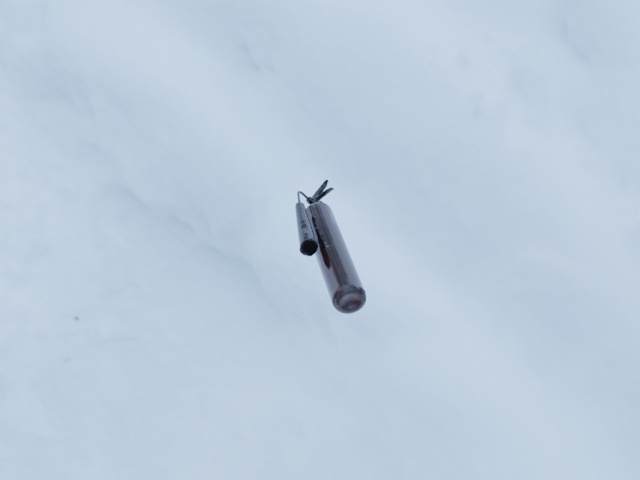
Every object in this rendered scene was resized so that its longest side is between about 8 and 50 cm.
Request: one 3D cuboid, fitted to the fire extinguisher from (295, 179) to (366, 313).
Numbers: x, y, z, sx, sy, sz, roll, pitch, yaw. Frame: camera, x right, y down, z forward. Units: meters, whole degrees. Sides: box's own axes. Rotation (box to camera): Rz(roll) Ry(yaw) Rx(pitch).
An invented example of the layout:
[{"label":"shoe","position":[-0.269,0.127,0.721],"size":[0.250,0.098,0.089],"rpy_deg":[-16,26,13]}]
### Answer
[{"label":"fire extinguisher","position":[0.000,0.000,0.730],"size":[0.049,0.035,0.173],"rpy_deg":[2,32,-14]}]
